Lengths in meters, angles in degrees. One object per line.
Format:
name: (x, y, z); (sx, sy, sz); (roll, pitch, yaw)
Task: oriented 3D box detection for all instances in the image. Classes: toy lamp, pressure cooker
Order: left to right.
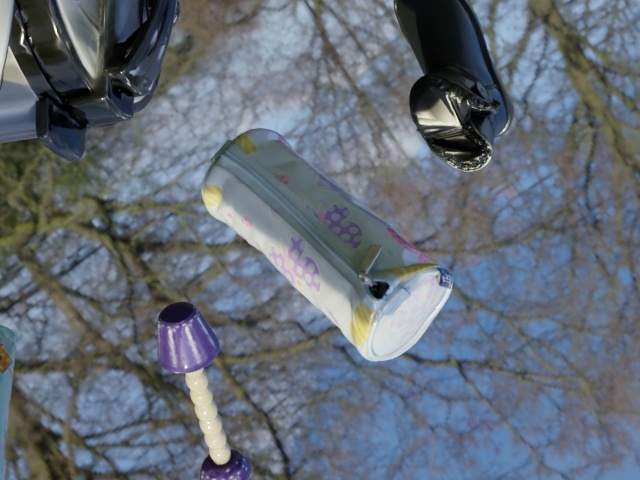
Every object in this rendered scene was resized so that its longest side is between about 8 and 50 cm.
pressure cooker: (-0.372, -0.307, 1.285); (0.421, 0.369, 0.375); (-6, -153, 14)
toy lamp: (-0.149, 0.198, 1.337); (0.080, 0.274, 0.080); (-7, -146, 5)

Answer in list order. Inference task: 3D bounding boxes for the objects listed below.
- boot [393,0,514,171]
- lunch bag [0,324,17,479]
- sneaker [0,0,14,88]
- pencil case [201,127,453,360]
boot: (0.153, -0.213, 1.302); (0.094, 0.246, 0.207); (-27, -174, 23)
lunch bag: (-0.430, 0.202, 1.012); (0.262, 0.160, 0.223); (-27, -131, 28)
sneaker: (-0.324, -0.236, 0.885); (0.123, 0.290, 0.106); (0, 143, -25)
pencil case: (0.000, 0.000, 1.036); (0.124, 0.273, 0.113); (16, 112, -55)
